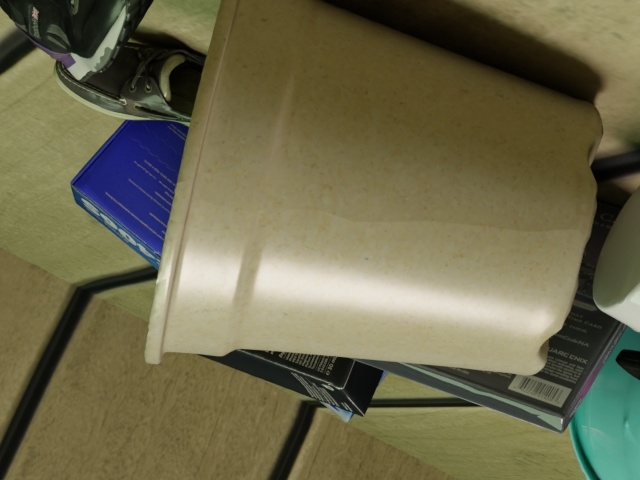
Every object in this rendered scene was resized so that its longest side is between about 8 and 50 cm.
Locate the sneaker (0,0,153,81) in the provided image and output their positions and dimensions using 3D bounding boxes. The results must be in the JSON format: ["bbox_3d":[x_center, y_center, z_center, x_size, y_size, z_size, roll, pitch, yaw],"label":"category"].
[{"bbox_3d":[-0.218,-0.212,1.679,0.124,0.107,0.283,33,165,-12],"label":"sneaker"}]

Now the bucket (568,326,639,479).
[{"bbox_3d":[0.366,0.155,1.745,0.281,0.281,0.183,30,170,-23],"label":"bucket"}]

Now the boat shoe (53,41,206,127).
[{"bbox_3d":[-0.142,-0.150,1.844,0.223,0.080,0.073,18,161,2],"label":"boat shoe"}]

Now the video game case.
[{"bbox_3d":[0.169,0.042,1.679,0.196,0.274,0.026,19,132,21],"label":"video game case"}]

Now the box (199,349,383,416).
[{"bbox_3d":[0.000,0.000,1.763,0.184,0.261,0.103,20,166,18],"label":"box"}]

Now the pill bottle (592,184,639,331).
[{"bbox_3d":[0.383,0.065,1.545,0.318,0.176,0.176,27,166,-12],"label":"pill bottle"}]

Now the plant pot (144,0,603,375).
[{"bbox_3d":[0.048,-0.035,1.536,0.305,0.334,0.334,12,167,-2],"label":"plant pot"}]

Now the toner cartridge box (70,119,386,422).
[{"bbox_3d":[-0.056,0.002,1.891,0.348,0.165,0.075,39,168,7],"label":"toner cartridge box"}]

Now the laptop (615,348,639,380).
[{"bbox_3d":[0.500,0.085,1.352,0.382,0.236,0.408,31,168,-25],"label":"laptop"}]
